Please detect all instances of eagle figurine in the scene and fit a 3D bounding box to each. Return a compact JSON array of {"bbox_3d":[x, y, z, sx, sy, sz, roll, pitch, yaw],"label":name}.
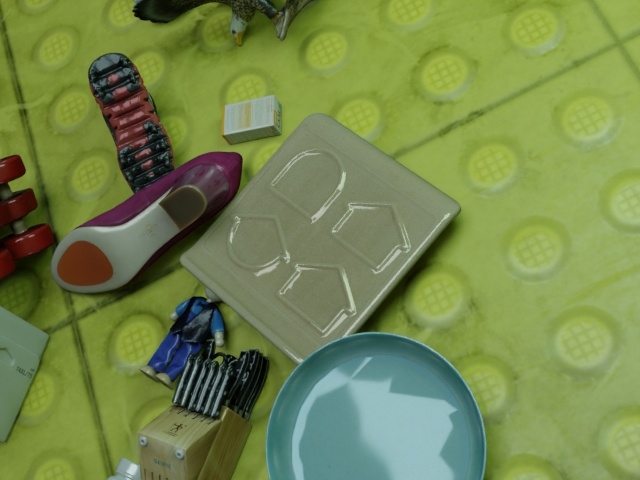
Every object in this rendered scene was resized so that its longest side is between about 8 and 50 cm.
[{"bbox_3d":[-0.162,-0.447,1.894,0.298,0.226,0.225,24,101,17],"label":"eagle figurine"}]

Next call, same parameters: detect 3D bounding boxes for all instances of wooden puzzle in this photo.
[{"bbox_3d":[0.000,0.000,1.692,0.322,0.080,0.348,37,79,31],"label":"wooden puzzle"}]

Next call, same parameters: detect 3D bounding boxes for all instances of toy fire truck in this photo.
[{"bbox_3d":[-0.623,-0.015,1.836,0.253,0.302,0.169,-14,105,23],"label":"toy fire truck"}]

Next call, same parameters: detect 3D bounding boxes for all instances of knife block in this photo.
[{"bbox_3d":[-0.164,0.296,1.621,0.088,0.242,0.276,14,117,28],"label":"knife block"}]

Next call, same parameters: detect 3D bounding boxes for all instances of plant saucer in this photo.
[{"bbox_3d":[0.078,0.288,1.507,0.317,0.043,0.318,-4,78,19],"label":"plant saucer"}]

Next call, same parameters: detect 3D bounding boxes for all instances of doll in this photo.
[{"bbox_3d":[-0.203,0.145,1.716,0.129,0.046,0.189,18,67,37],"label":"doll"}]

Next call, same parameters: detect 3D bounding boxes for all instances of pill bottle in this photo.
[{"bbox_3d":[-0.298,0.400,1.615,0.078,0.078,0.137,16,73,27],"label":"pill bottle"}]

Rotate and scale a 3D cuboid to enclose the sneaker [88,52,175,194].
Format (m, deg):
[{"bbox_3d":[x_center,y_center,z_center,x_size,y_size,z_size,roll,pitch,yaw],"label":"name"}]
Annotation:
[{"bbox_3d":[-0.319,-0.188,1.894,0.097,0.135,0.276,-22,83,-3],"label":"sneaker"}]

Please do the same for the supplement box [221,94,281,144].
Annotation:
[{"bbox_3d":[-0.118,-0.207,1.854,0.098,0.036,0.062,-9,63,18],"label":"supplement box"}]

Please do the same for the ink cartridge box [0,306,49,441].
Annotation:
[{"bbox_3d":[-0.635,0.187,1.780,0.270,0.198,0.197,10,71,26],"label":"ink cartridge box"}]

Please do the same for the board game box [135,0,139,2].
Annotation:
[{"bbox_3d":[-0.295,-0.489,2.063,0.133,0.033,0.169,-36,64,-3],"label":"board game box"}]

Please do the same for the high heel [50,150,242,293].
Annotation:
[{"bbox_3d":[-0.287,-0.028,1.818,0.377,0.127,0.181,-23,14,28],"label":"high heel"}]
